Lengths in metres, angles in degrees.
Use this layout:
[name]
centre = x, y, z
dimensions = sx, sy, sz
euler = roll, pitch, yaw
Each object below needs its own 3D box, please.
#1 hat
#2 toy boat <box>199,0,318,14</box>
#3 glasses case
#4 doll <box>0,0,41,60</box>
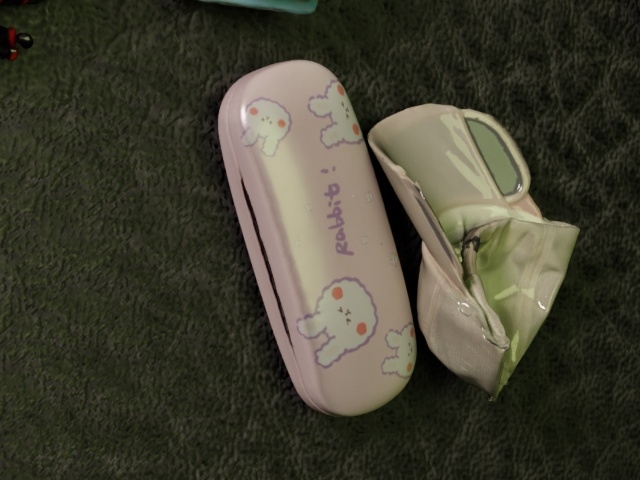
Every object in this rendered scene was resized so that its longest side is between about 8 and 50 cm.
[hat]
centre = 0.107, 0.009, 1.206
dimensions = 0.226, 0.164, 0.219
euler = 39, 35, 7
[toy boat]
centre = -0.040, -0.347, 1.096
dimensions = 0.145, 0.133, 0.332
euler = 3, 89, -31
[glasses case]
centre = 0.000, 0.000, 1.154
dimensions = 0.113, 0.075, 0.297
euler = -23, 101, -33
[doll]
centre = -0.285, -0.158, 0.980
dimensions = 0.127, 0.088, 0.248
euler = 46, 57, -1
